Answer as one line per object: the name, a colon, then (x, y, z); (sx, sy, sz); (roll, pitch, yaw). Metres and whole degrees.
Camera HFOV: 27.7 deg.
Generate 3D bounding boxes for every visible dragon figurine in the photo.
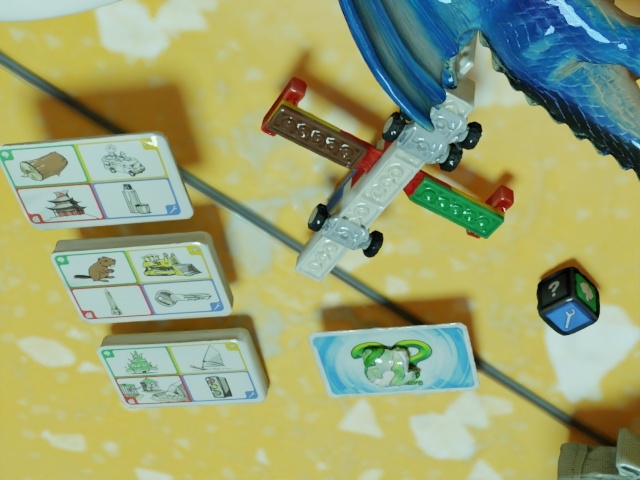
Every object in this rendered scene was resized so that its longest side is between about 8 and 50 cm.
dragon figurine: (0.055, -0.090, 0.457); (0.144, 0.085, 0.289); (-16, 98, 11)

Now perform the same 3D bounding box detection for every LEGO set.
LEGO set: (0.000, 0.000, 0.595); (0.244, 0.060, 0.182); (-5, 134, 14)

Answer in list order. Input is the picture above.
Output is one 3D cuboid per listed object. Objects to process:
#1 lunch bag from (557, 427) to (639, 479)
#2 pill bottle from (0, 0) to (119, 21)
lunch bag: (0.222, 0.231, 0.625); (0.235, 0.169, 0.287); (3, 116, 12)
pill bottle: (-0.108, -0.191, 0.431); (0.117, 0.117, 0.215); (-7, 122, 14)
